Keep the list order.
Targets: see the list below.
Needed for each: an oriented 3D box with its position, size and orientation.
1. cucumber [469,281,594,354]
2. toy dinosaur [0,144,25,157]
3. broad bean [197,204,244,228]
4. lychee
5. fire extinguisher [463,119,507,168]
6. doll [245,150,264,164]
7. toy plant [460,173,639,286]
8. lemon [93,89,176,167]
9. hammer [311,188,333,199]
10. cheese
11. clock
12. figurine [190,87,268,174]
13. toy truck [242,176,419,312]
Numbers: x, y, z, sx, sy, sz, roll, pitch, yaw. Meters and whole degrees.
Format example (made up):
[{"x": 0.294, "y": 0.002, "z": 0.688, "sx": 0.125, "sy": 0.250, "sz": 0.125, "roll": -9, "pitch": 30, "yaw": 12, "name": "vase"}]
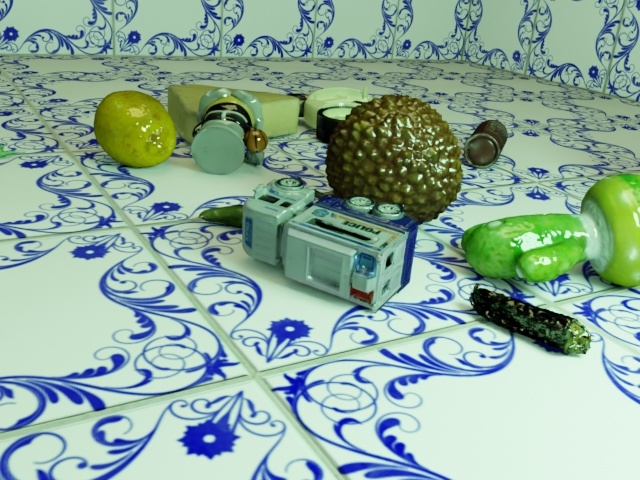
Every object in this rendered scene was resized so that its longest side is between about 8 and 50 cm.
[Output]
[{"x": 0.282, "y": 0.107, "z": 0.947, "sx": 0.053, "sy": 0.053, "sz": 0.182, "roll": -16, "pitch": 28, "yaw": -42, "name": "cucumber"}, {"x": -0.692, "y": -0.188, "z": 1.492, "sx": 0.083, "sy": 0.021, "sz": 0.062, "roll": 1, "pitch": 29, "yaw": 0, "name": "toy dinosaur"}, {"x": -0.072, "y": -0.038, "z": 1.232, "sx": 0.298, "sy": 0.043, "sz": 0.060, "roll": 4, "pitch": 11, "yaw": -5, "name": "broad bean"}, {"x": 0.143, "y": -0.139, "z": 1.283, "sx": 0.268, "sy": 0.267, "sz": 0.267, "roll": 5, "pitch": 22, "yaw": -2, "name": "lychee"}, {"x": 0.454, "y": -0.264, "z": 1.858, "sx": 0.105, "sy": 0.104, "sz": 0.269, "roll": 12, "pitch": 23, "yaw": 16, "name": "fire extinguisher"}, {"x": -0.156, "y": -0.202, "z": 1.625, "sx": 0.057, "sy": 0.039, "sz": 0.114, "roll": 1, "pitch": 19, "yaw": -25, "name": "doll"}, {"x": 0.393, "y": 0.004, "z": 1.117, "sx": 0.316, "sy": 0.184, "sz": 0.224, "roll": -11, "pitch": 17, "yaw": 3, "name": "toy plant"}, {"x": -0.407, "y": -0.245, "z": 1.511, "sx": 0.170, "sy": 0.169, "sz": 0.207, "roll": -10, "pitch": 32, "yaw": -33, "name": "lemon"}, {"x": 0.076, "y": -0.105, "z": 1.471, "sx": 0.199, "sy": 0.013, "sz": 0.062, "roll": -9, "pitch": 26, "yaw": -31, "name": "hammer"}, {"x": -0.268, "y": -0.335, "z": 1.845, "sx": 0.384, "sy": 0.104, "sz": 0.384, "roll": 5, "pitch": 22, "yaw": -2, "name": "cheese"}, {"x": 0.069, "y": -0.361, "z": 1.989, "sx": 0.277, "sy": 0.120, "sz": 0.379, "roll": -9, "pitch": 30, "yaw": -23, "name": "clock"}, {"x": -0.205, "y": -0.260, "z": 1.578, "sx": 0.176, "sy": 0.132, "sz": 0.236, "roll": 6, "pitch": 36, "yaw": -4, "name": "figurine"}, {"x": 0.000, "y": 0.000, "z": 1.049, "sx": 0.268, "sy": 0.124, "sz": 0.155, "roll": 18, "pitch": 30, "yaw": 25, "name": "toy truck"}]
